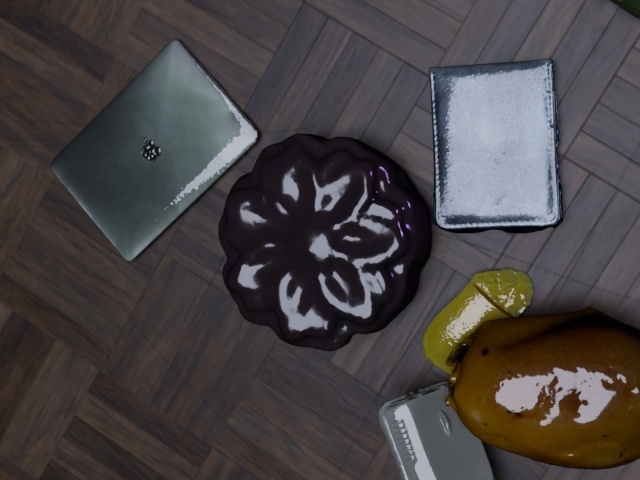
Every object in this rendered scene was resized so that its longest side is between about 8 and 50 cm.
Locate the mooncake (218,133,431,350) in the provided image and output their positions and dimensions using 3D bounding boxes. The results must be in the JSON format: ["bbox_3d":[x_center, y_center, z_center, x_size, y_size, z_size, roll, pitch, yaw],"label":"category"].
[{"bbox_3d":[0.000,0.000,1.489,0.283,0.141,0.283,1,93,14],"label":"mooncake"}]

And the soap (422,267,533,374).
[{"bbox_3d":[0.204,0.101,1.499,0.089,0.033,0.168,35,102,2],"label":"soap"}]

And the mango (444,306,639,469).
[{"bbox_3d":[0.298,0.183,1.418,0.287,0.152,0.201,0,85,7],"label":"mango"}]

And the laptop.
[{"bbox_3d":[-0.234,-0.124,1.598,0.269,0.015,0.187,-42,84,14],"label":"laptop"}]

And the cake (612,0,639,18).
[{"bbox_3d":[0.423,-0.401,1.386,0.158,0.172,0.283,34,70,2],"label":"cake"}]

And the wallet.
[{"bbox_3d":[0.223,-0.118,1.473,0.167,0.036,0.222,-3,93,15],"label":"wallet"}]

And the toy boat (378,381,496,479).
[{"bbox_3d":[0.156,0.324,1.486,0.141,0.141,0.269,-11,92,15],"label":"toy boat"}]
